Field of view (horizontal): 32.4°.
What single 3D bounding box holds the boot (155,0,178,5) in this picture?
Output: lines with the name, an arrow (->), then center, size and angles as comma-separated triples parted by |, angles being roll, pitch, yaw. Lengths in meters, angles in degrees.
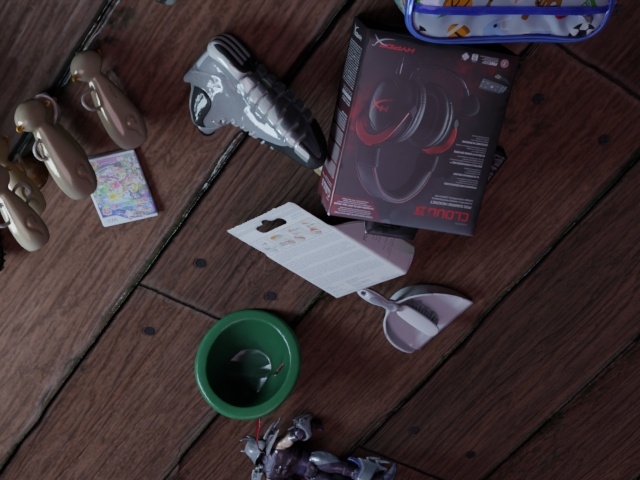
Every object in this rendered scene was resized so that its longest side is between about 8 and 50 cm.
boot -> -0.095, -0.372, 1.406 | 0.161, 0.083, 0.246 | 23, 123, -28

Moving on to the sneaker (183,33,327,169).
sneaker -> -0.101, -0.169, 1.543 | 0.132, 0.086, 0.229 | -37, 98, 32

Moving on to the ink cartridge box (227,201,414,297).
ink cartridge box -> 0.000, 0.000, 1.660 | 0.224, 0.056, 0.181 | 33, 149, -25

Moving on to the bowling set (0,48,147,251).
bowling set -> -0.400, -0.121, 1.509 | 0.199, 0.287, 0.154 | -4, 129, 41

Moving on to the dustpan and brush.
dustpan and brush -> 0.136, 0.113, 1.801 | 0.211, 0.060, 0.147 | 33, 118, -26

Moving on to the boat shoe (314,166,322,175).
boat shoe -> 0.075, -0.081, 1.656 | 0.190, 0.068, 0.072 | 33, 132, -18

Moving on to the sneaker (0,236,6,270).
sneaker -> -0.534, -0.045, 1.608 | 0.106, 0.078, 0.234 | -5, 129, -5

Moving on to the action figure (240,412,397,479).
action figure -> -0.011, 0.407, 1.989 | 0.285, 0.099, 0.185 | 17, 132, 0

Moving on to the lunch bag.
lunch bag -> 0.250, -0.362, 1.410 | 0.303, 0.115, 0.243 | -1, 126, -11

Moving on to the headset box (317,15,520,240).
headset box -> 0.128, -0.142, 1.532 | 0.218, 0.110, 0.293 | 9, 109, -12

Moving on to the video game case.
video game case -> -0.302, -0.079, 1.646 | 0.087, 0.011, 0.122 | -12, 127, 4

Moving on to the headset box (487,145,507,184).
headset box -> 0.231, -0.112, 1.659 | 0.062, 0.032, 0.083 | 22, 123, -20

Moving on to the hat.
hat -> -0.118, 0.228, 1.878 | 0.173, 0.183, 0.208 | 34, 84, 10
